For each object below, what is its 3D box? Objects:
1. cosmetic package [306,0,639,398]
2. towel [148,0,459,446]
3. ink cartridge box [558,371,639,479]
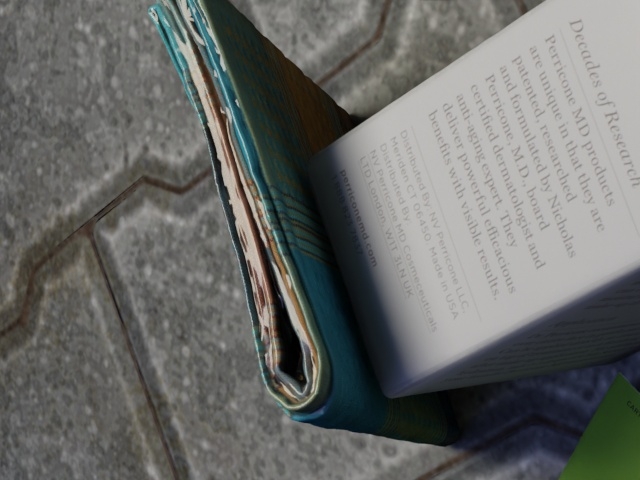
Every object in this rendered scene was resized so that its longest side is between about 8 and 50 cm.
[{"bbox_3d":[0.232,-0.071,1.043,0.453,0.230,0.162,-31,71,41],"label":"cosmetic package"},{"bbox_3d":[0.000,0.000,1.207,0.040,0.370,0.271,-21,76,11],"label":"towel"},{"bbox_3d":[0.164,0.240,1.204,0.189,0.097,0.255,50,133,32],"label":"ink cartridge box"}]
